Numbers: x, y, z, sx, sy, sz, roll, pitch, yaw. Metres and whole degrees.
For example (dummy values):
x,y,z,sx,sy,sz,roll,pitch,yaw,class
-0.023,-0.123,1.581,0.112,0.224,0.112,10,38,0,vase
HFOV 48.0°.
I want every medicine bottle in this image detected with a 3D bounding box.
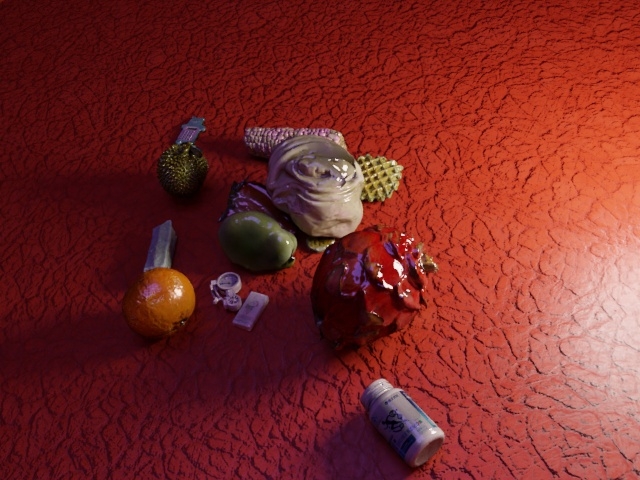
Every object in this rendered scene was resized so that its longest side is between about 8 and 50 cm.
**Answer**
x,y,z,sx,sy,sz,roll,pitch,yaw,class
0.178,0.404,1.611,0.107,0.107,0.191,-33,53,-18,medicine bottle

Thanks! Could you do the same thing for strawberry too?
x,y,z,sx,sy,sz,roll,pitch,yaw,class
-0.164,-0.085,2.080,0.228,0.098,0.174,13,86,10,strawberry

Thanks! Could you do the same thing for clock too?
x,y,z,sx,sy,sz,roll,pitch,yaw,class
-0.254,0.142,1.955,0.087,0.041,0.129,-14,44,-7,clock

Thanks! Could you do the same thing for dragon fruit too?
x,y,z,sx,sy,sz,roll,pitch,yaw,class
0.122,0.111,1.772,0.342,0.277,0.277,-28,50,1,dragon fruit

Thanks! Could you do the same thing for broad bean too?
x,y,z,sx,sy,sz,roll,pitch,yaw,class
-0.173,0.008,1.991,0.228,0.169,0.100,34,17,5,broad bean

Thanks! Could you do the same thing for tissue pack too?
x,y,z,sx,sy,sz,roll,pitch,yaw,class
-0.185,0.187,1.915,0.056,0.023,0.108,14,53,21,tissue pack

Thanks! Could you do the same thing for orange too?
x,y,z,sx,sy,sz,roll,pitch,yaw,class
-0.417,0.166,1.871,0.193,0.193,0.161,-36,66,-20,orange

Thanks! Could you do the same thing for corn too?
x,y,z,sx,sy,sz,roll,pitch,yaw,class
-0.083,-0.297,2.253,0.335,0.126,0.126,7,51,18,corn

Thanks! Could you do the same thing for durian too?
x,y,z,sx,sy,sz,roll,pitch,yaw,class
-0.427,-0.212,2.184,0.146,0.198,0.159,24,79,16,durian

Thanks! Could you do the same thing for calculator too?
x,y,z,sx,sy,sz,roll,pitch,yaw,class
-0.439,-0.372,2.443,0.094,0.019,0.141,7,52,19,calculator

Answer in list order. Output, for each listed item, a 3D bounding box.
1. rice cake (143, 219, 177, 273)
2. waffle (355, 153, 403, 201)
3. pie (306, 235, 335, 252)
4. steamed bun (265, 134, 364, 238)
x,y,z,sx,sy,sz,roll,pitch,yaw,class
-0.460,0.039,2.064,0.069,0.063,0.206,-10,47,9,rice cake
0.158,-0.188,2.170,0.169,0.036,0.183,20,58,21,waffle
0.000,0.000,2.046,0.084,0.020,0.084,-5,49,5,pie
-0.002,-0.169,2.006,0.320,0.206,0.275,31,46,-2,steamed bun
